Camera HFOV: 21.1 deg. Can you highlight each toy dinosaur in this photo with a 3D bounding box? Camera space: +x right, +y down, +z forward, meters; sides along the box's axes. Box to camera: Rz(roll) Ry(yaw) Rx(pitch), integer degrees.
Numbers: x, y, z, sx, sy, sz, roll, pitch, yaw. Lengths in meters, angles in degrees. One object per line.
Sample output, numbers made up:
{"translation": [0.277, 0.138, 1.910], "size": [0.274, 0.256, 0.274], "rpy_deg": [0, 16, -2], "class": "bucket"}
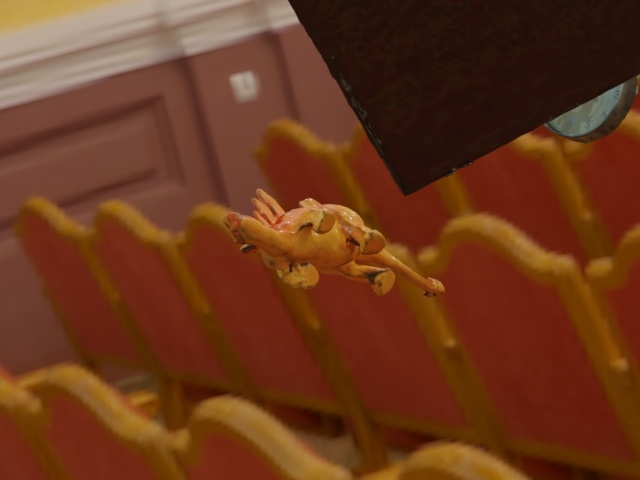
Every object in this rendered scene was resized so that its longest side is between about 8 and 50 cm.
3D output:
{"translation": [0.000, 0.000, 1.399], "size": [0.117, 0.070, 0.288], "rpy_deg": [28, 8, 34], "class": "toy dinosaur"}

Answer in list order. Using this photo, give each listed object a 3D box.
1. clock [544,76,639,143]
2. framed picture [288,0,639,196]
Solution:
{"translation": [0.190, -0.113, 1.243], "size": [0.085, 0.085, 0.017], "rpy_deg": [-2, -8, 44], "class": "clock"}
{"translation": [0.118, -0.198, 0.644], "size": [0.338, 0.255, 0.014], "rpy_deg": [-28, 18, 12], "class": "framed picture"}
